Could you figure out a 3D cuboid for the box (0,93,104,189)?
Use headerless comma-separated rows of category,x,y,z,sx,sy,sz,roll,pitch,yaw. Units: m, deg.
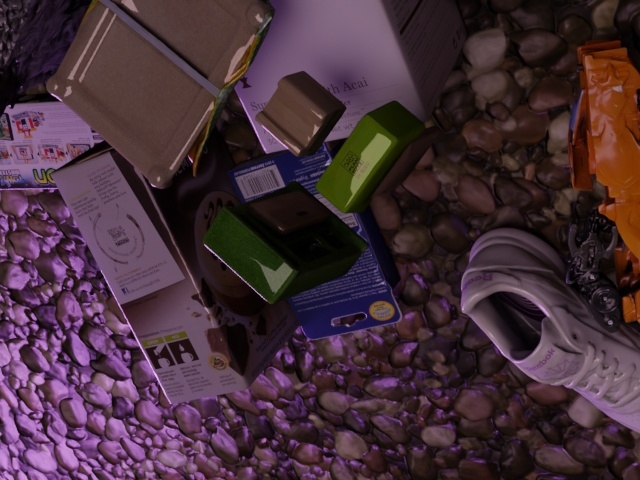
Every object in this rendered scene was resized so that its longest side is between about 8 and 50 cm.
box,-0.326,-0.120,1.313,0.206,0.036,0.114,1,115,25

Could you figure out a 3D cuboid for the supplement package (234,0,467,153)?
supplement package,-0.008,-0.257,0.978,0.177,0.175,0.293,-9,123,29

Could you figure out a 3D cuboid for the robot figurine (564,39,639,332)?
robot figurine,0.325,-0.047,1.000,0.211,0.085,0.291,-7,112,9

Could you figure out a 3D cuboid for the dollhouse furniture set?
dollhouse furniture set,-0.064,-0.122,0.951,0.301,0.151,0.198,41,115,12

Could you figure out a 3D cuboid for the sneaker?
sneaker,0.261,0.122,1.091,0.305,0.152,0.114,36,122,3

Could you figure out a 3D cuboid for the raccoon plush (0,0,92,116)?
raccoon plush,-0.403,-0.274,1.069,0.299,0.446,0.216,34,151,5

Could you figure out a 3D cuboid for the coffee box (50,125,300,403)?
coffee box,-0.152,0.009,1.218,0.118,0.168,0.297,-16,108,31

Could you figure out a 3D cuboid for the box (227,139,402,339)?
box,0.000,0.000,1.221,0.136,0.036,0.225,-15,107,31
